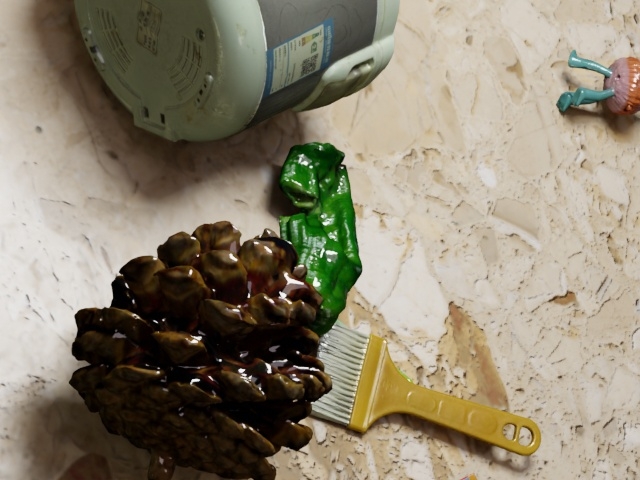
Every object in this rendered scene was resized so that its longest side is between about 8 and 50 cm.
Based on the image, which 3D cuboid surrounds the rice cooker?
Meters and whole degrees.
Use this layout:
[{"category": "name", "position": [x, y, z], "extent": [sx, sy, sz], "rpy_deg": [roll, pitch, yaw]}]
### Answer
[{"category": "rice cooker", "position": [-0.078, -0.257, 1.910], "extent": [0.277, 0.288, 0.288], "rpy_deg": [-27, 82, -37]}]

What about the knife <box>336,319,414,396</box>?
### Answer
[{"category": "knife", "position": [0.020, 0.089, 1.959], "extent": [0.212, 0.015, 0.054], "rpy_deg": [40, 46, -7]}]

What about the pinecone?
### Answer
[{"category": "pinecone", "position": [-0.112, 0.104, 1.746], "extent": [0.243, 0.243, 0.257], "rpy_deg": [18, 44, -23]}]

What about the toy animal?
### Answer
[{"category": "toy animal", "position": [0.386, -0.170, 2.277], "extent": [0.208, 0.100, 0.103], "rpy_deg": [16, 20, -21]}]

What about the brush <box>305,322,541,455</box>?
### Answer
[{"category": "brush", "position": [0.113, 0.171, 1.954], "extent": [0.272, 0.013, 0.103], "rpy_deg": [20, 72, -18]}]

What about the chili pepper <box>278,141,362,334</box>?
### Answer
[{"category": "chili pepper", "position": [-0.001, -0.001, 1.933], "extent": [0.099, 0.083, 0.253], "rpy_deg": [53, 27, -37]}]

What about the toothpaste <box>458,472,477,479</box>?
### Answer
[{"category": "toothpaste", "position": [0.168, 0.339, 1.902], "extent": [0.070, 0.044, 0.193], "rpy_deg": [-22, 79, -35]}]
